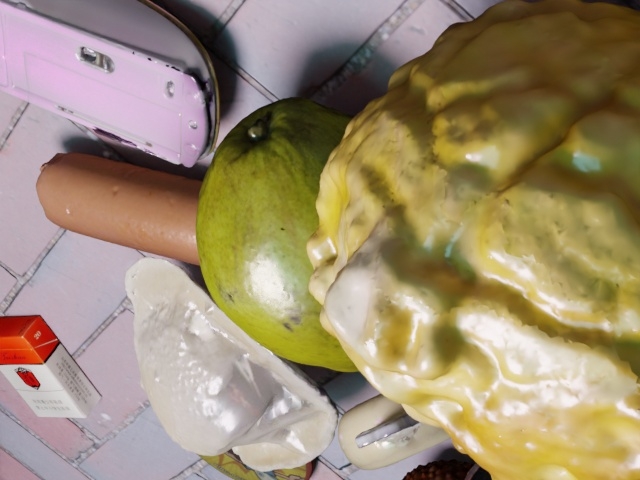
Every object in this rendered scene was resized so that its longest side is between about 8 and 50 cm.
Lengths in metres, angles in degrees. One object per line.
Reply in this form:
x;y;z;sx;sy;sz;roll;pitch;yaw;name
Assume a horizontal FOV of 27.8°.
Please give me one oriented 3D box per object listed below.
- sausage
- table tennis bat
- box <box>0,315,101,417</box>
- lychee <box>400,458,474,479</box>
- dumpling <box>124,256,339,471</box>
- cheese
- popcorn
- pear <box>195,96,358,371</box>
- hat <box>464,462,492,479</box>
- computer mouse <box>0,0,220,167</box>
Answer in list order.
-0.162;-0.028;1.308;0.289;0.086;0.086;13;137;21;sausage
-0.113;0.201;1.560;0.200;0.038;0.310;2;136;32;table tennis bat
-0.370;0.167;1.693;0.100;0.048;0.152;-6;125;36;box
0.147;0.331;1.398;0.194;0.194;0.194;19;140;17;lychee
-0.094;0.140;1.349;0.243;0.175;0.227;25;165;-39;dumpling
0.067;0.187;1.279;0.163;0.249;0.070;-28;81;31;cheese
0.178;-0.004;0.881;0.390;0.344;0.354;-24;76;21;popcorn
0.000;0.000;1.126;0.212;0.212;0.269;3;139;33;pear
0.221;0.197;1.288;0.193;0.082;0.193;-12;142;-9;hat
-0.226;-0.174;1.206;0.310;0.072;0.158;23;139;13;computer mouse
